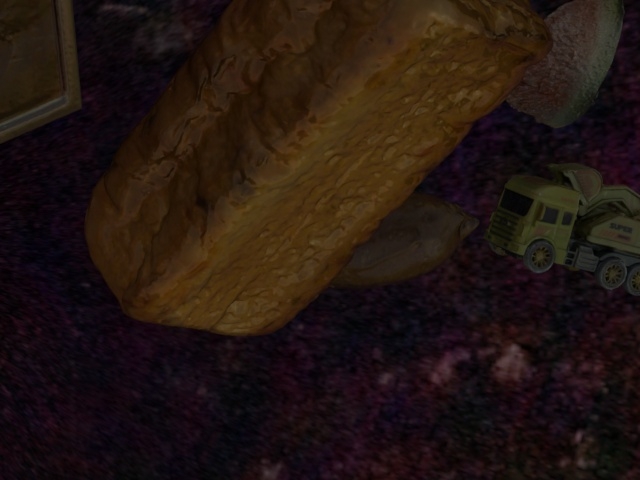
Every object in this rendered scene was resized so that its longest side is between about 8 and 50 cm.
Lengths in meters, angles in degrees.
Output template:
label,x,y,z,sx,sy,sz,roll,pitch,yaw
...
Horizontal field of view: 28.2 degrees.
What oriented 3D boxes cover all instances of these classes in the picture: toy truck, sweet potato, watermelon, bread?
label,x,y,z,sx,sy,sz,roll,pitch,yaw
toy truck,0.276,-0.018,1.339,0.191,0.085,0.116,13,98,-23
sweet potato,-0.004,0.002,1.598,0.422,0.130,0.131,-4,92,-18
watermelon,0.261,-0.206,1.344,0.094,0.081,0.180,12,131,-30
bread,-0.008,-0.047,0.533,0.114,0.211,0.083,16,39,-45

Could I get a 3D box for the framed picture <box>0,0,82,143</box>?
label,x,y,z,sx,sy,sz,roll,pitch,yaw
framed picture,-0.306,-0.132,0.928,0.289,0.020,0.211,-29,141,-32
